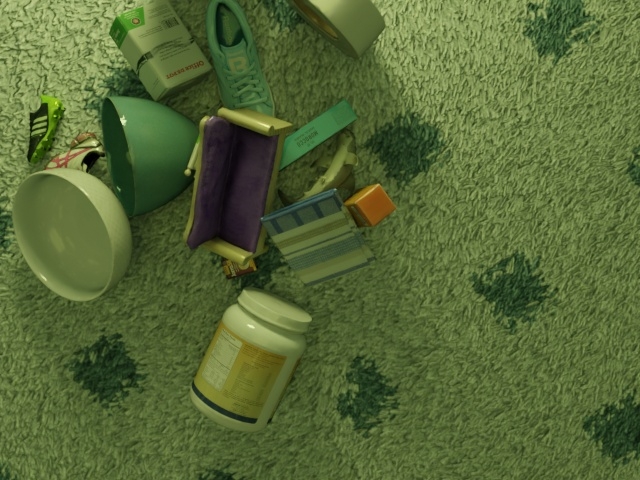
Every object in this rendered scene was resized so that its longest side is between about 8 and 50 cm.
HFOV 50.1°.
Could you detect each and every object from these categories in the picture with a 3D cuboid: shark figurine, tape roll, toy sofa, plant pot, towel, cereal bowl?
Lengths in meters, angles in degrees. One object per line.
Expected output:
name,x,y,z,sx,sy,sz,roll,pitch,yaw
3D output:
shark figurine,0.027,-0.141,1.742,0.278,0.166,0.116,-48,130,1
tape roll,0.018,-0.558,1.611,0.286,0.286,0.100,40,95,-5
toy sofa,-0.200,-0.128,1.653,0.150,0.177,0.362,23,115,22
plant pot,-0.399,-0.216,1.675,0.196,0.290,0.290,-13,98,-25
towel,0.000,0.000,1.723,0.209,0.034,0.285,-21,133,12
cereal bowl,-0.598,-0.026,1.714,0.339,0.141,0.338,11,115,25

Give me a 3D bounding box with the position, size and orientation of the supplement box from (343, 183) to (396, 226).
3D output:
supplement box,0.109,-0.083,1.693,0.078,0.233,0.080,-39,98,-7

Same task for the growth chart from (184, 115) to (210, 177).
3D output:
growth chart,-0.252,-0.191,1.697,0.021,0.237,0.171,23,89,24

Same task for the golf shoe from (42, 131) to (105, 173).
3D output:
golf shoe,-0.633,-0.191,1.747,0.186,0.067,0.086,-41,69,6

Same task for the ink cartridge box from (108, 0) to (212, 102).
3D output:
ink cartridge box,-0.390,-0.464,1.677,0.153,0.087,0.208,-35,93,-36

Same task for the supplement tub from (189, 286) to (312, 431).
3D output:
supplement tub,-0.173,0.299,1.747,0.228,0.228,0.316,25,96,-4

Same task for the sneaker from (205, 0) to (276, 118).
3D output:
sneaker,-0.209,-0.426,1.691,0.135,0.150,0.365,-20,97,3

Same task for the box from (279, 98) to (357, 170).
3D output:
box,-0.024,-0.264,1.739,0.244,0.100,0.060,-33,95,3

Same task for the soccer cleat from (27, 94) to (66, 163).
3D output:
soccer cleat,-0.718,-0.285,1.756,0.072,0.060,0.178,23,90,6

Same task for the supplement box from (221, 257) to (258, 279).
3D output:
supplement box,-0.213,0.063,1.808,0.083,0.043,0.054,-20,99,3
